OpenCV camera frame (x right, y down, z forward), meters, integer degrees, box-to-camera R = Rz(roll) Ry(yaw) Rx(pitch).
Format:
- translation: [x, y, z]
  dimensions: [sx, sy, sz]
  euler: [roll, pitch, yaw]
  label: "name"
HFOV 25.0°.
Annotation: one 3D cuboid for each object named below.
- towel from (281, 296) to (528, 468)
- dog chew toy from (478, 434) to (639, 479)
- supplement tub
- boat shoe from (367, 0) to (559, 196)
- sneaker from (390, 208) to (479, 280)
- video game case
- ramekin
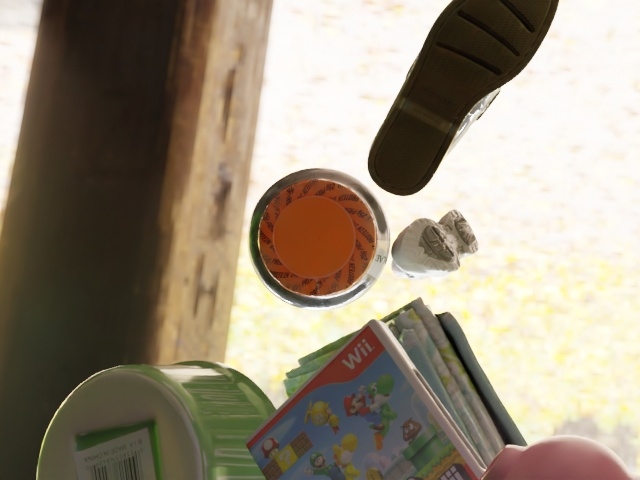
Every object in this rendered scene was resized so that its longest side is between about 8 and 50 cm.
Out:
- translation: [0.126, 0.275, 1.792]
  dimensions: [0.090, 0.374, 0.320]
  euler: [-26, 178, -36]
  label: "towel"
- translation: [0.260, 0.269, 1.070]
  dimensions: [0.332, 0.206, 0.206]
  euler: [38, 167, 8]
  label: "dog chew toy"
- translation: [0.000, 0.000, 1.990]
  dimensions: [0.194, 0.193, 0.316]
  euler: [7, 180, 1]
  label: "supplement tub"
- translation: [0.153, -0.191, 1.608]
  dimensions: [0.113, 0.302, 0.103]
  euler: [36, -160, -6]
  label: "boat shoe"
- translation: [0.144, 0.025, 2.063]
  dimensions: [0.115, 0.090, 0.232]
  euler: [-33, 171, 24]
  label: "sneaker"
- translation: [0.058, 0.246, 1.463]
  dimensions: [0.204, 0.285, 0.025]
  euler: [-45, 143, 14]
  label: "video game case"
- translation: [-0.195, 0.287, 1.710]
  dimensions: [0.303, 0.303, 0.148]
  euler: [-4, 169, 34]
  label: "ramekin"
